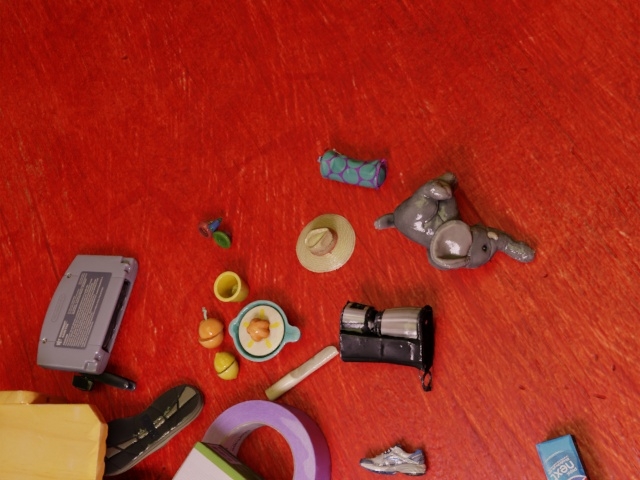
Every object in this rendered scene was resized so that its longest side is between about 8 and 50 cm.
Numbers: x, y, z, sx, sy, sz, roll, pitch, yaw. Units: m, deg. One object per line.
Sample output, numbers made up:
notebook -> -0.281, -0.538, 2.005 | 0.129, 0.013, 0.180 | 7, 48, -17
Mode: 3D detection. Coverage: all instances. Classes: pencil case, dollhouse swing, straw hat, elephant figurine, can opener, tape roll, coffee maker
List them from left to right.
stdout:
dollhouse swing -> -0.580, 0.518, 1.719 | 0.305, 0.315, 0.346 | -1, 74, 6
can opener -> -0.508, 0.329, 1.837 | 0.186, 0.059, 0.073 | 5, 84, 28
tape roll -> -0.120, 0.474, 1.612 | 0.275, 0.090, 0.274 | -6, 74, 21
straw hat -> 0.000, 0.000, 1.711 | 0.145, 0.061, 0.144 | -7, 72, 22
pencil case -> 0.072, -0.160, 1.723 | 0.152, 0.064, 0.070 | 15, 98, 26
coffee maker -> 0.131, 0.211, 1.561 | 0.178, 0.120, 0.171 | 0, 76, 24
elephant figurine -> 0.271, -0.004, 1.554 | 0.186, 0.169, 0.239 | -41, 77, 40

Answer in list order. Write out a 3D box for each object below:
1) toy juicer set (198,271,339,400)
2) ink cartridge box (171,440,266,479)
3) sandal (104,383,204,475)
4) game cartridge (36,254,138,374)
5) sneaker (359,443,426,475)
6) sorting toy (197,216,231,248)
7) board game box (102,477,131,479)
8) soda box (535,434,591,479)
toy juicer set -> -0.148, 0.230, 1.694 | 0.329, 0.089, 0.209 | 34, 90, 27
ink cartridge box -> -0.226, 0.556, 1.521 | 0.189, 0.097, 0.255 | 30, 85, 27
sandal -> -0.390, 0.439, 1.749 | 0.303, 0.086, 0.120 | -29, 59, -2
game cartridge -> -0.572, 0.175, 1.883 | 0.198, 0.062, 0.297 | -1, 62, 28
sneaker -> 0.145, 0.435, 1.537 | 0.135, 0.052, 0.058 | -2, 65, 15
sorting toy -> -0.244, -0.025, 1.835 | 0.102, 0.061, 0.042 | 26, 52, 20
board game box -> -0.444, 0.682, 1.690 | 0.224, 0.097, 0.303 | -2, 76, 22
soda box -> 0.455, 0.457, 1.378 | 0.067, 0.071, 0.210 | -23, 67, 16
